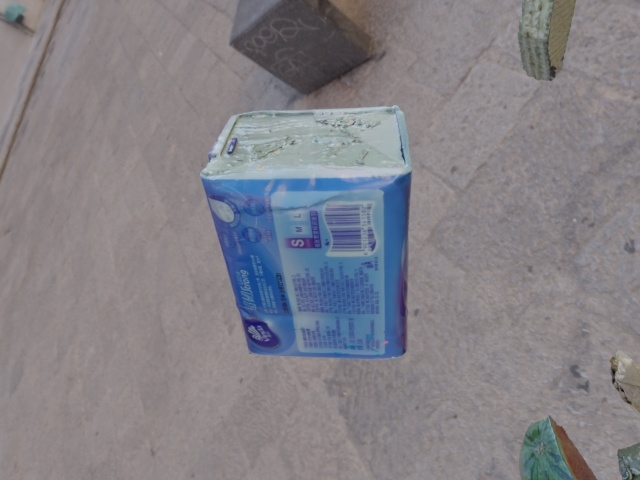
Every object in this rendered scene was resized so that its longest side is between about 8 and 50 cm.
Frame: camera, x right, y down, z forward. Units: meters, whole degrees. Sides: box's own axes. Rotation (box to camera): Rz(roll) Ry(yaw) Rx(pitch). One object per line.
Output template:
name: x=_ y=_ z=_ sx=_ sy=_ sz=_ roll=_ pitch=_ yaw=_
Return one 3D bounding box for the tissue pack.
tissue pack: x=0.000 y=0.000 z=0.560 sx=0.198 sy=0.264 sz=0.146 roll=0 pitch=41 yaw=8

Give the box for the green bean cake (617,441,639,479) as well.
green bean cake: x=0.583 y=0.443 z=0.728 sx=0.132 sy=0.255 sz=0.241 roll=-43 pitch=18 yaw=31

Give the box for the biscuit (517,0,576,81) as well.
biscuit: x=0.273 y=-0.311 z=0.572 sx=0.046 sy=0.250 sz=0.147 roll=17 pitch=40 yaw=30

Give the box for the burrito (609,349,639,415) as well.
burrito: x=1.004 y=0.489 z=1.527 sx=0.117 sy=0.392 sz=0.076 roll=-51 pitch=17 yaw=-11

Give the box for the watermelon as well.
watermelon: x=0.440 y=0.454 z=0.885 sx=0.128 sy=0.231 sz=0.146 roll=-35 pitch=7 yaw=8
